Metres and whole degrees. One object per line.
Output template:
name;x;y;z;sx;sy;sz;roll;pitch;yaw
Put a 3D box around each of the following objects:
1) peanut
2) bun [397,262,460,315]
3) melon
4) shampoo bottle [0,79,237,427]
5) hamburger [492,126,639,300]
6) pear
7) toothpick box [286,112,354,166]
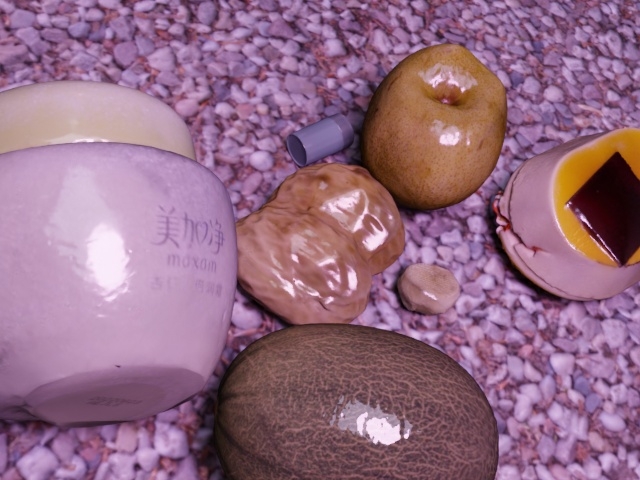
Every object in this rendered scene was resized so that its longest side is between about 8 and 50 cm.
peanut;0.000;0.000;1.054;0.197;0.110;0.233;34;58;9
bun;0.141;0.069;1.092;0.086;0.054;0.086;13;32;-8
melon;0.034;0.208;0.879;0.302;0.237;0.237;15;59;-3
shampoo bottle;-0.245;0.025;0.843;0.323;0.322;0.317;-3;73;-19
hamburger;0.392;-0.038;1.177;0.295;0.151;0.227;-21;76;-31
pear;0.150;-0.141;1.121;0.188;0.211;0.228;16;59;2
toothpick box;0.000;-0.142;1.164;0.083;0.052;0.052;-26;73;-26
